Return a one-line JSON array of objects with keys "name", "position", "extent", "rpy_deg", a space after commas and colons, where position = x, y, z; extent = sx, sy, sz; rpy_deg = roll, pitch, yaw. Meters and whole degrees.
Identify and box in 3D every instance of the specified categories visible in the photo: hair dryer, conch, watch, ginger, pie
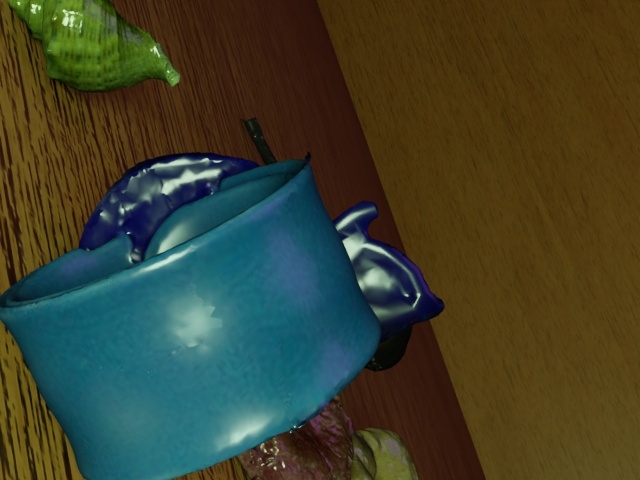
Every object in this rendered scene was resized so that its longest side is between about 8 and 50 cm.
[{"name": "hair dryer", "position": [0.000, 0.000, 1.179], "extent": [0.359, 0.120, 0.304], "rpy_deg": [61, 0, 6]}, {"name": "conch", "position": [-0.152, -0.137, 0.629], "extent": [0.121, 0.074, 0.089], "rpy_deg": [21, 14, -23]}, {"name": "watch", "position": [-0.051, 0.035, 0.481], "extent": [0.171, 0.196, 0.200], "rpy_deg": [57, 4, -10]}, {"name": "ginger", "position": [0.031, 0.217, 0.890], "extent": [0.258, 0.065, 0.149], "rpy_deg": [53, 23, -38]}, {"name": "pie", "position": [-0.022, 0.140, 0.741], "extent": [0.153, 0.038, 0.153], "rpy_deg": [40, 33, -33]}]
